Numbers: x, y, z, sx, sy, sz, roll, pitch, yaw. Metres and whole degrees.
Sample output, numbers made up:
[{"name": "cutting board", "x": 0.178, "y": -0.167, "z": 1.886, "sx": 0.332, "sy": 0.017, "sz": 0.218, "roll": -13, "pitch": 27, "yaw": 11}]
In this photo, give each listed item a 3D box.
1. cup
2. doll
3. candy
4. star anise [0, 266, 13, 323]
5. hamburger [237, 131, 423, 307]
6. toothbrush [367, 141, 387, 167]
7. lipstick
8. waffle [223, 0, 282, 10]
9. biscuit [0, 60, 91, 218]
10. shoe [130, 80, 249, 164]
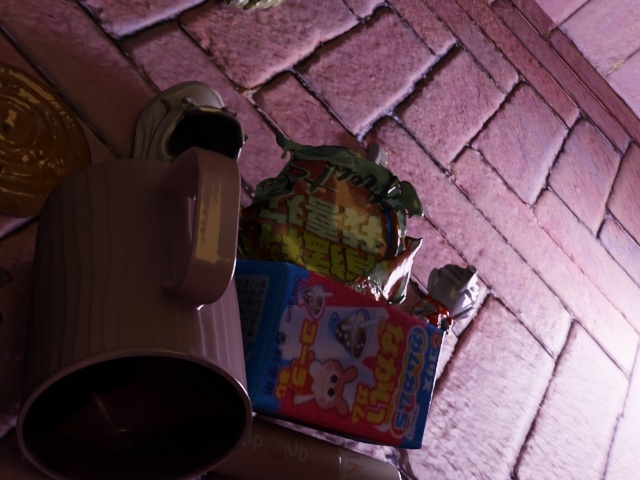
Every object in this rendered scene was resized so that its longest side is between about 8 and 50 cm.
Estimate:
[{"name": "cup", "x": -0.178, "y": 0.058, "z": 0.958, "sx": 0.208, "sy": 0.288, "sz": 0.273, "roll": -3, "pitch": 47, "yaw": -7}, {"name": "doll", "x": 0.191, "y": 0.092, "z": 1.532, "sx": 0.094, "sy": 0.079, "sz": 0.180, "roll": 46, "pitch": 47, "yaw": -3}, {"name": "candy", "x": 0.010, "y": 0.138, "z": 1.157, "sx": 0.306, "sy": 0.100, "sz": 0.157, "roll": 27, "pitch": 71, "yaw": -45}, {"name": "star anise", "x": -0.327, "y": 0.065, "z": 0.842, "sx": 0.099, "sy": 0.220, "sz": 0.214, "roll": 16, "pitch": 35, "yaw": -23}, {"name": "hamburger", "x": 0.005, "y": 0.002, "z": 1.363, "sx": 0.260, "sy": 0.150, "sz": 0.276, "roll": 30, "pitch": 50, "yaw": 2}, {"name": "toothbrush", "x": 0.088, "y": -0.034, "z": 1.573, "sx": 0.037, "sy": 0.028, "sz": 0.375, "roll": 40, "pitch": 33, "yaw": -27}, {"name": "lipstick", "x": -0.024, "y": 0.250, "z": 1.122, "sx": 0.254, "sy": 0.070, "sz": 0.070, "roll": 25, "pitch": 40, "yaw": -31}, {"name": "waffle", "x": -0.180, "y": -0.511, "z": 1.711, "sx": 0.292, "sy": 0.056, "sz": 0.309, "roll": 55, "pitch": 33, "yaw": 8}, {"name": "biscuit", "x": -0.329, "y": -0.116, "z": 1.168, "sx": 0.144, "sy": 0.033, "sz": 0.224, "roll": 17, "pitch": 46, "yaw": -39}, {"name": "shoe", "x": -0.155, "y": -0.133, "z": 1.277, "sx": 0.124, "sy": 0.159, "sz": 0.316, "roll": 32, "pitch": 40, "yaw": -22}]
